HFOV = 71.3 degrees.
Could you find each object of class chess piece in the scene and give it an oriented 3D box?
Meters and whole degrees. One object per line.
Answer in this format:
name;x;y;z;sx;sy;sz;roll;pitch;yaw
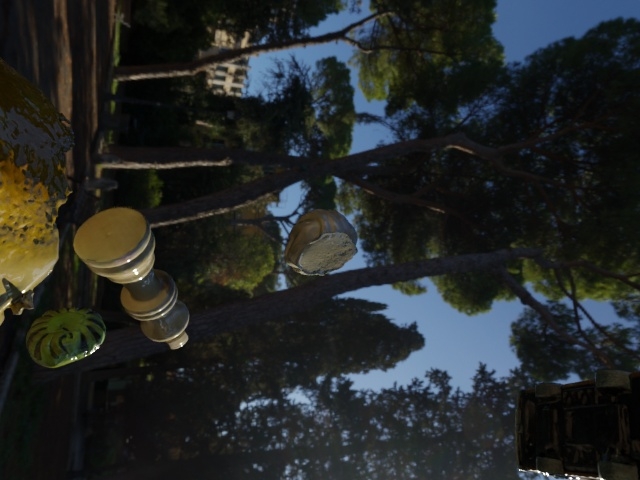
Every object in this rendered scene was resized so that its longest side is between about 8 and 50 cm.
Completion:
chess piece;-0.330;0.104;0.867;0.397;0.117;0.117;88;-13;-53

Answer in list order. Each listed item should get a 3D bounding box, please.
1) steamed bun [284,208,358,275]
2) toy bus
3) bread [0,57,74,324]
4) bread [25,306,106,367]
steamed bun;0.000;0.000;1.051;0.182;0.183;0.106;115;-36;-42
toy bus;0.263;0.176;0.401;0.182;0.103;0.091;110;-7;-65
bread;-0.443;-0.093;0.444;0.394;0.251;0.360;84;-7;-76
bread;-0.507;0.187;0.893;0.130;0.139;0.071;59;-39;44
